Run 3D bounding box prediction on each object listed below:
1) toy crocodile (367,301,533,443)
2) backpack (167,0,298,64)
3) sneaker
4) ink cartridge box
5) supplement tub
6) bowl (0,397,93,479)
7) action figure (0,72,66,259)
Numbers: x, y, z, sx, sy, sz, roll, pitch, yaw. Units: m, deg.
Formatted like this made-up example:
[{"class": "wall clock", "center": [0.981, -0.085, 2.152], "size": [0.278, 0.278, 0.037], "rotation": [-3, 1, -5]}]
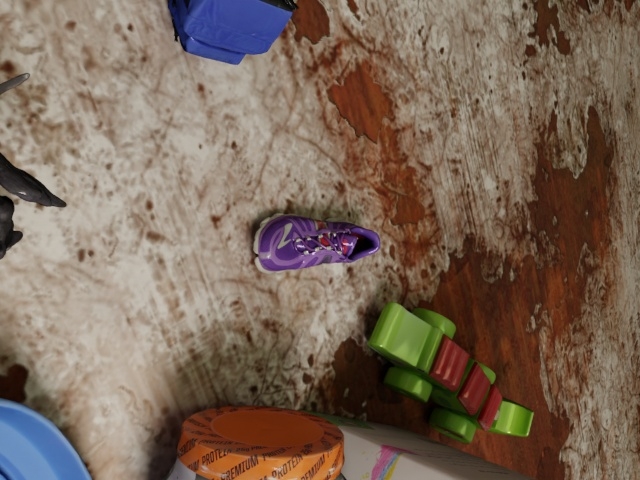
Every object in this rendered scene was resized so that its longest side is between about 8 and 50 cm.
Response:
[{"class": "toy crocodile", "center": [0.184, 0.194, 0.794], "size": [0.340, 0.105, 0.115], "rotation": [45, 64, -33]}, {"class": "backpack", "center": [-0.098, -0.236, 0.529], "size": [0.098, 0.101, 0.120], "rotation": [6, 56, -45]}, {"class": "sneaker", "center": [0.000, 0.000, 0.645], "size": [0.170, 0.071, 0.068], "rotation": [-8, 98, -40]}, {"class": "ink cartridge box", "center": [0.145, 0.294, 0.601], "size": [0.207, 0.353, 0.119], "rotation": [24, 77, -39]}, {"class": "supplement tub", "center": [-0.067, 0.329, 0.525], "size": [0.194, 0.194, 0.316], "rotation": [6, 88, -41]}, {"class": "bowl", "center": [-0.208, 0.289, 0.311], "size": [0.077, 0.391, 0.391], "rotation": [-12, 103, -2]}, {"class": "action figure", "center": [-0.282, -0.002, 0.359], "size": [0.164, 0.141, 0.275], "rotation": [32, 88, -36]}]
